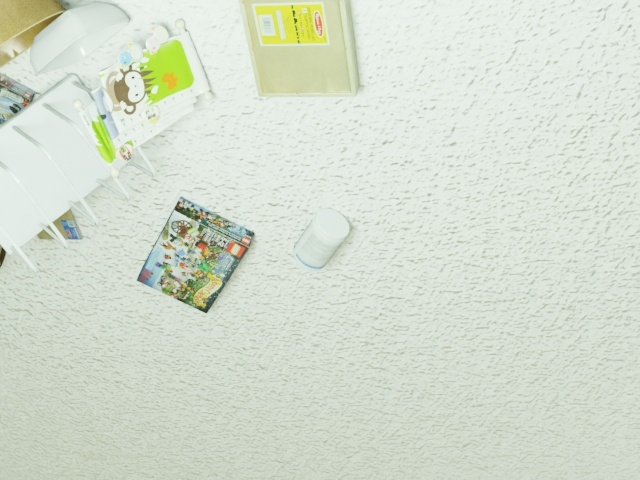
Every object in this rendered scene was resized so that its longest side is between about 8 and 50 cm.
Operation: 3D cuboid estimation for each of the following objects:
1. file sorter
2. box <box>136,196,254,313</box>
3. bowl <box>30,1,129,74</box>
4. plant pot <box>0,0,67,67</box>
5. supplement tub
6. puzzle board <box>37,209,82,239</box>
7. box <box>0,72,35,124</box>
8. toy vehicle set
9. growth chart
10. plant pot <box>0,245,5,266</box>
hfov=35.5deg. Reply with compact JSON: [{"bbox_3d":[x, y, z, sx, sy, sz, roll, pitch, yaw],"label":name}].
[{"bbox_3d":[-0.444,-0.110,1.677,0.173,0.277,0.193,28,154,50],"label":"file sorter"},{"bbox_3d":[-0.247,0.033,1.950,0.159,0.044,0.233,27,134,-9],"label":"box"},{"bbox_3d":[-0.389,-0.329,1.592,0.142,0.142,0.053,-27,96,33],"label":"bowl"},{"bbox_3d":[-0.561,-0.391,1.535,0.237,0.237,0.254,-26,104,34],"label":"plant pot"},{"bbox_3d":[0.000,0.000,1.831,0.071,0.071,0.107,27,135,-10],"label":"supplement tub"},{"bbox_3d":[-0.532,-0.051,1.975,0.096,0.011,0.128,0,133,14],"label":"puzzle board"},{"bbox_3d":[-0.586,-0.260,1.779,0.137,0.027,0.094,29,135,-12],"label":"box"},{"bbox_3d":[-0.036,-0.340,1.541,0.166,0.035,0.267,3,133,13],"label":"toy vehicle set"},{"bbox_3d":[-0.285,-0.235,1.614,0.021,0.237,0.172,33,158,50],"label":"growth chart"},{"bbox_3d":[-0.704,-0.005,1.971,0.165,0.167,0.167,18,135,-11],"label":"plant pot"}]
